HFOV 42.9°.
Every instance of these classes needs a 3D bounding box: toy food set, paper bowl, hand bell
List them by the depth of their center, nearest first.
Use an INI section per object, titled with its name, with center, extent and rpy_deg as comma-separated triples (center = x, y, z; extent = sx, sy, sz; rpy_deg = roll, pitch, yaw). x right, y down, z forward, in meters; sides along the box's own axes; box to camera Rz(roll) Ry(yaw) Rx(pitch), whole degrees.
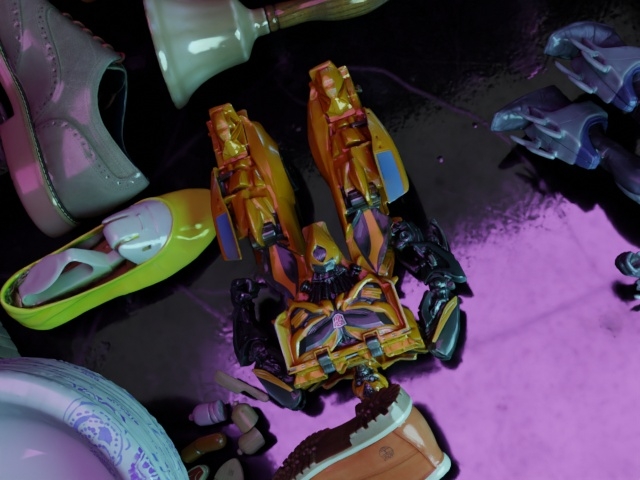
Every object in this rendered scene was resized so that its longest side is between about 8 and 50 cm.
[paper bowl]
center = -0.238, 0.234, 0.638
extent = 0.284, 0.148, 0.284
rpy_deg = 0, 89, 2
[toy food set]
center = -0.088, 0.180, 0.710
extent = 0.078, 0.019, 0.122
rpy_deg = 22, 88, 22
[hand bell]
center = -0.039, -0.219, 0.796
extent = 0.242, 0.126, 0.126
rpy_deg = -14, 68, -2

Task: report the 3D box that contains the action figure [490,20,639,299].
[action figure]
center = 0.267, -0.048, 0.613
extent = 0.285, 0.099, 0.185
rpy_deg = 50, 134, 35

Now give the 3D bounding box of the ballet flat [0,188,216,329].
[ballet flat]
center = -0.199, 0.015, 0.764
extent = 0.231, 0.077, 0.077
rpy_deg = -28, 66, 6

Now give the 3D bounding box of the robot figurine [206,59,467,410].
[robot figurine]
center = 0.000, 0.000, 0.704
extent = 0.211, 0.085, 0.291
rpy_deg = -21, 68, 9

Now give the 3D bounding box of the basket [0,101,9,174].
[basket]
center = -0.389, -0.129, 0.821
extent = 0.103, 0.113, 0.167
rpy_deg = -23, 95, 5

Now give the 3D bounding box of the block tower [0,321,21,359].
[block tower]
center = -0.391, 0.068, 0.796
extent = 0.091, 0.097, 0.335
rpy_deg = -43, 67, 1

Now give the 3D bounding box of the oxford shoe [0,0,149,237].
[oxford shoe]
center = -0.261, -0.179, 0.834
extent = 0.130, 0.123, 0.348
rpy_deg = -20, 77, 3

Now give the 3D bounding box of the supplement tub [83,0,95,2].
[supplement tub]
center = -0.122, -0.381, 0.800
extent = 0.338, 0.207, 0.207
rpy_deg = -23, 67, 8

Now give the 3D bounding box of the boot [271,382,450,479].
[boot]
center = 0.027, 0.188, 0.650
extent = 0.158, 0.059, 0.085
rpy_deg = -35, 102, 24
